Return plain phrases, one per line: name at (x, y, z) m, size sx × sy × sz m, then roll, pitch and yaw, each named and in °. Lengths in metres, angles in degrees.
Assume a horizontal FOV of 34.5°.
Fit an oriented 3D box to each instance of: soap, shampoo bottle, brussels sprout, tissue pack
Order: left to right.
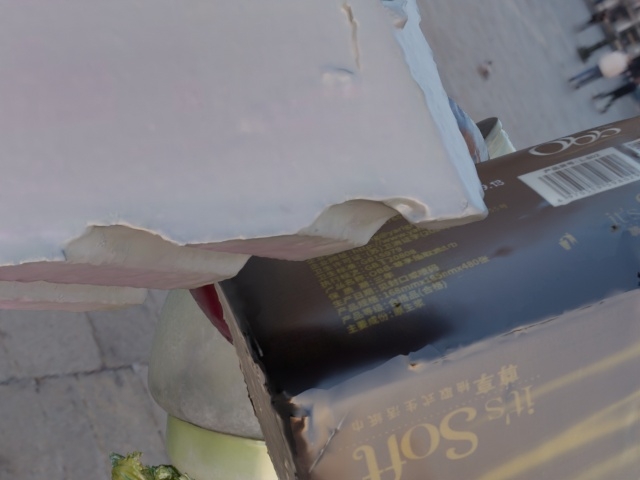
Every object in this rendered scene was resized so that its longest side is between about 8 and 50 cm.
soap at (-0.098, -0.061, 0.432) m, size 0.302 × 0.257 × 0.159 m, roll 4°, pitch 76°, yaw -65°
brussels sprout at (-0.138, 0.213, 0.871) m, size 0.085 × 0.085 × 0.058 m, roll 37°, pitch 55°, yaw -52°
shampoo bottle at (-0.055, 0.149, 1.313) m, size 0.322 × 0.322 × 0.318 m, roll 1°, pitch 96°, yaw -68°
tissue pack at (0.136, 0.055, 0.657) m, size 0.210 × 0.369 × 0.198 m, roll -124°, pitch -162°, yaw -63°

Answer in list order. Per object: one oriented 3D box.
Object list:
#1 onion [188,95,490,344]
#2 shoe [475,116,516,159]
onion at (0.000, 0.000, 0.936) m, size 0.336 × 0.281 × 0.260 m, roll 40°, pitch 61°, yaw -56°
shoe at (0.196, -0.046, 1.459) m, size 0.098 × 0.275 × 0.103 m, roll 40°, pitch -12°, yaw -17°
